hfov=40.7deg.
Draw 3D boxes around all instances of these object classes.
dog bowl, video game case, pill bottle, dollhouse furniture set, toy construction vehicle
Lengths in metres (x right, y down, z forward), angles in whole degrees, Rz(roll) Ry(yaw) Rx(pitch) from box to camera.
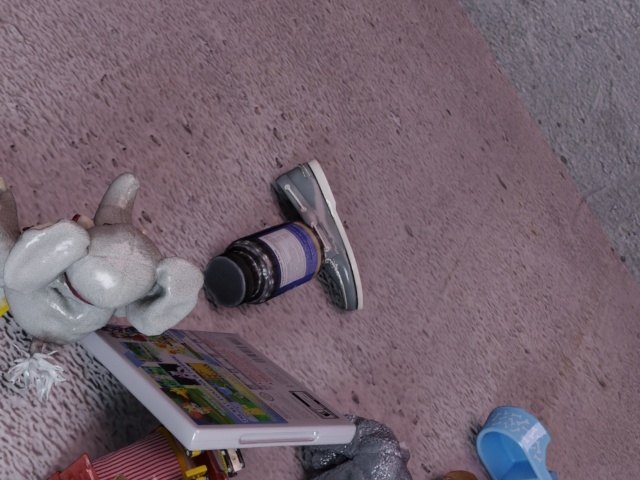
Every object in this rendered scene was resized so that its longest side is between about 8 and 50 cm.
[{"bbox_3d":[0.444,0.504,1.861,0.074,0.166,0.297,-30,92,-40],"label":"dog bowl"},{"bbox_3d":[-0.156,0.212,1.285,0.300,0.329,0.036,11,103,-44],"label":"video game case"},{"bbox_3d":[-0.101,0.044,1.553,0.219,0.122,0.123,-23,86,-50],"label":"pill bottle"},{"bbox_3d":[-0.200,0.442,1.166,0.201,0.152,0.374,-19,78,-51],"label":"dollhouse furniture set"},{"bbox_3d":[-0.153,0.299,1.172,0.086,0.035,0.098,-13,71,-39],"label":"toy construction vehicle"}]

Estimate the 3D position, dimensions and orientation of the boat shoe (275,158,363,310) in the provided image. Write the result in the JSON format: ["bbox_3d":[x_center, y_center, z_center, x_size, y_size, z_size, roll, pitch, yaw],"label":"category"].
[{"bbox_3d":[0.000,0.000,1.737,0.099,0.116,0.320,-19,90,-8],"label":"boat shoe"}]

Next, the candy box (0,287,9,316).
[{"bbox_3d":[-0.503,0.019,1.202,0.206,0.027,0.105,52,43,-12],"label":"candy box"}]

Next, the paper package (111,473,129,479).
[{"bbox_3d":[-0.237,0.496,0.984,0.325,0.309,0.168,50,2,-14],"label":"paper package"}]

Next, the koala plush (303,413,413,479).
[{"bbox_3d":[0.092,0.419,1.513,0.221,0.203,0.196,41,43,-42],"label":"koala plush"}]

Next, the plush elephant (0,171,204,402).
[{"bbox_3d":[-0.316,0.023,1.177,0.272,0.255,0.330,29,41,-41],"label":"plush elephant"}]

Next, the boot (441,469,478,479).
[{"bbox_3d":[0.241,0.517,1.689,0.305,0.112,0.115,17,39,-47],"label":"boot"}]
